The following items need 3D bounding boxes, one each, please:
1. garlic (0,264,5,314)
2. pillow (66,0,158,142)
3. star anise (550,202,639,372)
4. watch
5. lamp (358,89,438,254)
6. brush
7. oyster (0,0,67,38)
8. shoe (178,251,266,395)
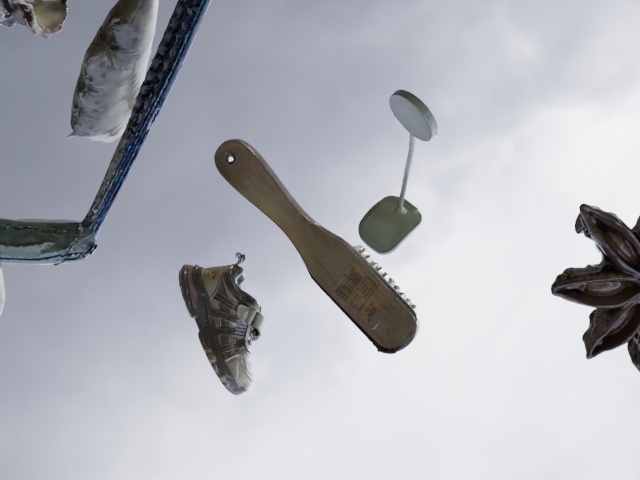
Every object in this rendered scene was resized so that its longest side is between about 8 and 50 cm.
[{"bbox_3d":[-0.359,-0.029,1.472,0.143,0.318,0.112,-5,-127,10],"label":"garlic"},{"bbox_3d":[-0.212,-0.163,1.786,0.093,0.051,0.241,-37,164,-33],"label":"pillow"},{"bbox_3d":[0.333,0.029,1.873,0.212,0.197,0.073,-47,-161,5],"label":"star anise"},{"bbox_3d":[-0.227,-0.115,1.625,0.276,0.274,0.068,-2,-176,-13],"label":"watch"},{"bbox_3d":[0.066,-0.058,1.537,0.056,0.198,0.050,-39,-112,-21],"label":"lamp"},{"bbox_3d":[0.000,0.000,2.131,0.070,0.327,0.065,-47,174,23],"label":"brush"},{"bbox_3d":[-0.307,-0.215,1.338,0.275,0.271,0.100,32,-79,50],"label":"oyster"},{"bbox_3d":[-0.111,0.103,2.253,0.092,0.180,0.089,-22,172,0],"label":"shoe"}]
